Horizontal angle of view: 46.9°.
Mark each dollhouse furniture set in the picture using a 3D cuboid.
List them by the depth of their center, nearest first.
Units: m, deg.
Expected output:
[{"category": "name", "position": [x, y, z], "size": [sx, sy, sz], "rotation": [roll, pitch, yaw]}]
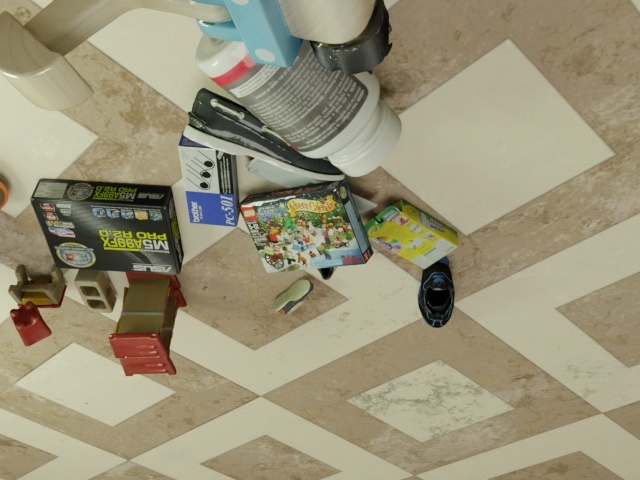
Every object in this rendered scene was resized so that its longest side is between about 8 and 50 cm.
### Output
[{"category": "dollhouse furniture set", "position": [-0.504, 0.178, 1.648], "size": [0.374, 0.201, 0.152], "rotation": [-1, 139, 5]}]

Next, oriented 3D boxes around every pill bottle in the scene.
[{"category": "pill bottle", "position": [-0.021, -0.240, 1.145], "size": [0.176, 0.176, 0.318], "rotation": [-30, 128, 33]}]

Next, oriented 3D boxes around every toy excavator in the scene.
[{"category": "toy excavator", "position": [-0.138, -0.332, 0.918], "size": [0.445, 0.433, 0.222], "rotation": [13, 161, 20]}]

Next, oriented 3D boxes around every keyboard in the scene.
[{"category": "keyboard", "position": [-0.016, -0.103, 1.400], "size": [0.256, 0.014, 0.072], "rotation": [21, 154, -23]}]

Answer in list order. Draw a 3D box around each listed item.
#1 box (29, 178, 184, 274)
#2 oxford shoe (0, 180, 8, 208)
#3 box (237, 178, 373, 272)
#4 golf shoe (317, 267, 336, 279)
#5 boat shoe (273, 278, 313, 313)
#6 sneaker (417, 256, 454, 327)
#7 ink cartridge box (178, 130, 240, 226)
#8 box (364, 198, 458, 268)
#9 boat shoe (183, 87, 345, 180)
[{"category": "box", "position": [-0.429, -0.024, 1.517], "size": [0.270, 0.060, 0.216], "rotation": [4, 139, 1]}, {"category": "oxford shoe", "position": [-0.798, -0.108, 1.421], "size": [0.364, 0.132, 0.130], "rotation": [-2, 131, -21]}, {"category": "box", "position": [-0.030, -0.023, 1.412], "size": [0.233, 0.044, 0.159], "rotation": [-7, 116, 34]}, {"category": "golf shoe", "position": [0.000, 0.000, 1.488], "size": [0.067, 0.086, 0.186], "rotation": [-9, 136, 16]}, {"category": "boat shoe", "position": [-0.054, 0.130, 1.670], "size": [0.043, 0.049, 0.137], "rotation": [25, 137, -27]}, {"category": "sneaker", "position": [0.253, 0.136, 1.617], "size": [0.081, 0.090, 0.232], "rotation": [-3, 138, 9]}, {"category": "ink cartridge box", "position": [-0.208, -0.114, 1.405], "size": [0.097, 0.046, 0.207], "rotation": [5, 139, 1]}, {"category": "box", "position": [0.178, -0.015, 1.488], "size": [0.179, 0.043, 0.105], "rotation": [28, 134, -28]}, {"category": "boat shoe", "position": [-0.080, -0.179, 1.273], "size": [0.302, 0.114, 0.091], "rotation": [12, 106, -29]}]
